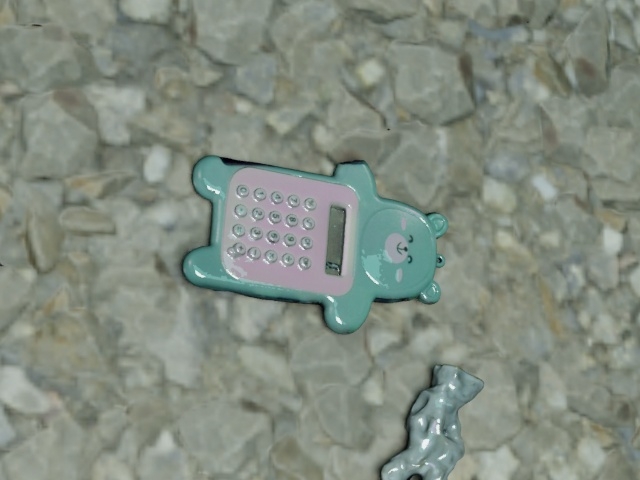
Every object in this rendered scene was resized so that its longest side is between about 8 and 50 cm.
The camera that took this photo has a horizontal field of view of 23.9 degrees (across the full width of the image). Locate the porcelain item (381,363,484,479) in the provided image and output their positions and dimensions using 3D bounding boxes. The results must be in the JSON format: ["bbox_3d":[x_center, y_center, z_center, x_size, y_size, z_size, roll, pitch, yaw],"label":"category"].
[{"bbox_3d":[0.056,0.104,0.770,0.036,0.028,0.083,25,71,3],"label":"porcelain item"}]

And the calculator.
[{"bbox_3d":[0.000,0.000,0.775,0.141,0.019,0.094,10,73,-19],"label":"calculator"}]
